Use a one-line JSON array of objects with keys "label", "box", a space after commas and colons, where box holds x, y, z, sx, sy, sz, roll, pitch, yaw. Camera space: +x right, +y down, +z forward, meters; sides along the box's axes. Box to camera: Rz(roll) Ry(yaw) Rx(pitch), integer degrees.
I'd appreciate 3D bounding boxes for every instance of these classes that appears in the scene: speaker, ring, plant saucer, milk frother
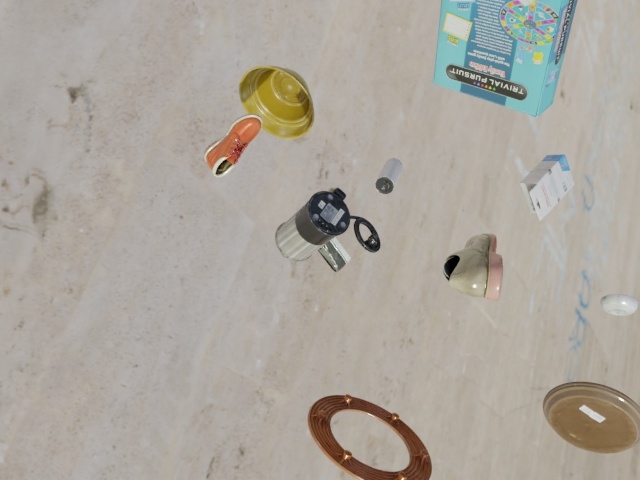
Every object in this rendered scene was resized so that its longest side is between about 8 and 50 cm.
[{"label": "speaker", "box": [0.193, -0.181, 1.673, 0.136, 0.055, 0.055, -60, 140, -55]}, {"label": "ring", "box": [0.127, 0.489, 1.488, 0.336, 0.336, 0.032, 2, 118, -52]}, {"label": "plant saucer", "box": [0.782, 0.518, 1.715, 0.041, 0.277, 0.278, -51, 132, -45]}, {"label": "milk frother", "box": [0.016, -0.008, 1.076, 0.129, 0.134, 0.143, -33, 88, -37]}]

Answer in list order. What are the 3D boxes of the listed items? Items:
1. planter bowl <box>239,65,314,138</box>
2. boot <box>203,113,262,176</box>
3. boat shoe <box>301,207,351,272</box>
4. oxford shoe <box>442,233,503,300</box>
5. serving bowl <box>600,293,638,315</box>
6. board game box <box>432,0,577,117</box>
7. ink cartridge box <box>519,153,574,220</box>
[{"label": "planter bowl", "box": [-0.097, -0.379, 1.552, 0.090, 0.217, 0.217, -60, 136, -37]}, {"label": "boot", "box": [-0.180, -0.201, 1.277, 0.158, 0.085, 0.059, -41, 131, 15]}, {"label": "boat shoe", "box": [0.000, 0.000, 1.777, 0.070, 0.078, 0.219, -44, 100, -16]}, {"label": "oxford shoe", "box": [0.420, 0.054, 1.681, 0.397, 0.146, 0.141, -48, 143, -76]}, {"label": "serving bowl", "box": [0.711, 0.159, 1.421, 0.083, 0.083, 0.027, 47, 51, -44]}, {"label": "board game box", "box": [0.365, -0.446, 1.190, 0.079, 0.253, 0.336, -37, 142, -34]}, {"label": "ink cartridge box", "box": [0.620, -0.147, 1.654, 0.180, 0.060, 0.104, -41, 117, -23]}]
